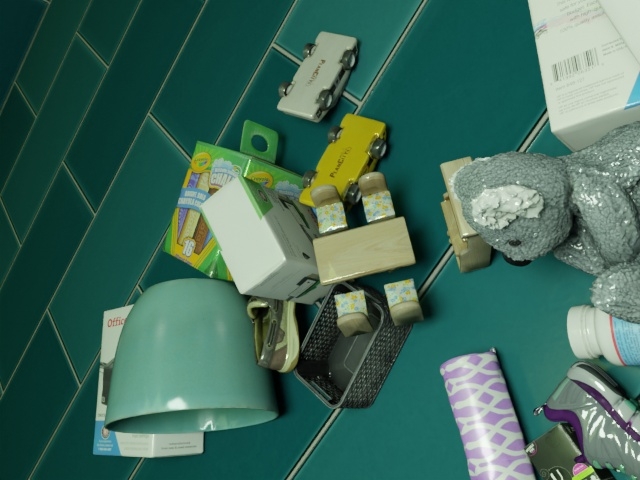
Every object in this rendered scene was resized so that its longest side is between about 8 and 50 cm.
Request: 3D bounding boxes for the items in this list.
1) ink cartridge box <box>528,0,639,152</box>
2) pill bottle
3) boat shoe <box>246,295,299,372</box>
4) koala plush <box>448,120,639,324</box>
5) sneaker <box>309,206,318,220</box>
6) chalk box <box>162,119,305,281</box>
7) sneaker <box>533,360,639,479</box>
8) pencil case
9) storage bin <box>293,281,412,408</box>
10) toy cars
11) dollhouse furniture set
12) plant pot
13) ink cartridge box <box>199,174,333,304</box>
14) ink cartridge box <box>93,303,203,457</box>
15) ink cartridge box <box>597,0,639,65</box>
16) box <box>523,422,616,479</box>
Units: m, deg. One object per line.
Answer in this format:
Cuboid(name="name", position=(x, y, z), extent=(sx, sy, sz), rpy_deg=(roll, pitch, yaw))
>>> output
Cuboid(name="ink cartridge box", position=(0.375, -0.235, 0.745), extent=(0.171, 0.168, 0.232), rpy_deg=(-15, 69, 38))
Cuboid(name="pill bottle", position=(0.377, 0.100, 0.709), extent=(0.160, 0.087, 0.087), rpy_deg=(-12, 71, 39))
Cuboid(name="boat shoe", position=(-0.088, 0.115, 1.043), extent=(0.080, 0.073, 0.223), rpy_deg=(-43, 45, 40))
Cuboid(name="koala plush", position=(0.259, -0.042, 0.679), extent=(0.221, 0.196, 0.203), rpy_deg=(8, 110, 3))
Cuboid(name="sneaker", position=(0.000, 0.000, 1.096), extent=(0.082, 0.069, 0.209), rpy_deg=(7, 85, 36))
Cuboid(name="chalk box", position=(-0.144, -0.077, 1.166), extent=(0.179, 0.180, 0.288), rpy_deg=(23, 96, 43))
Cuboid(name="sneaker", position=(0.351, 0.243, 0.688), extent=(0.098, 0.083, 0.223), rpy_deg=(-52, 56, 14))
Cuboid(name="pencil case", position=(0.219, 0.249, 0.818), extent=(0.088, 0.086, 0.206), rpy_deg=(116, 147, -59))
Cuboid(name="storage bin", position=(0.051, 0.168, 0.990), extent=(0.122, 0.084, 0.180), rpy_deg=(33, 101, 42))
Cuboid(name="toy cars", position=(0.025, -0.206, 1.110), extent=(0.177, 0.087, 0.393), rpy_deg=(-19, 61, 9))
Cuboid(name="dollhouse furniture set", position=(0.107, -0.005, 0.864), extent=(0.242, 0.161, 0.212), rpy_deg=(-14, 66, 7))
Cuboid(name="plant pot", position=(-0.228, 0.205, 1.095), extent=(0.293, 0.293, 0.235), rpy_deg=(-24, 61, 36))
Cuboid(name="ink cartridge box", position=(-0.065, 0.007, 0.966), extent=(0.093, 0.219, 0.160), rpy_deg=(-37, 67, 17))
Cuboid(name="ink cartridge box", position=(-0.357, 0.290, 1.294), extent=(0.223, 0.129, 0.307), rpy_deg=(-15, 69, 40))
Cuboid(name="ink cartridge box", position=(0.428, -0.251, 0.570), extent=(0.226, 0.306, 0.131), rpy_deg=(63, 159, 11))
Cuboid(name="box", position=(0.305, 0.275, 0.752), extent=(0.062, 0.052, 0.083), rpy_deg=(-46, 52, 23))
